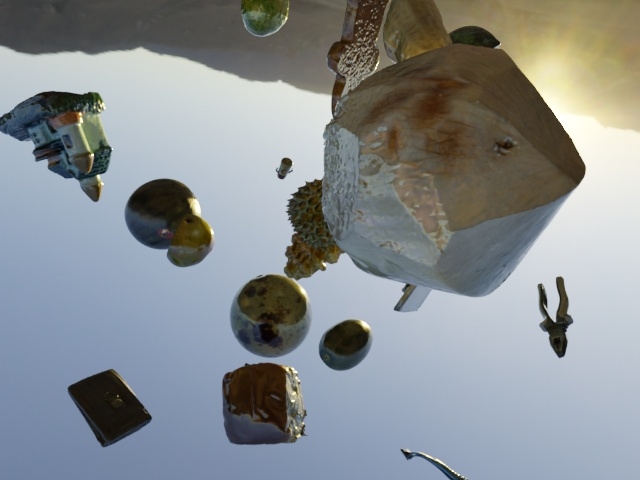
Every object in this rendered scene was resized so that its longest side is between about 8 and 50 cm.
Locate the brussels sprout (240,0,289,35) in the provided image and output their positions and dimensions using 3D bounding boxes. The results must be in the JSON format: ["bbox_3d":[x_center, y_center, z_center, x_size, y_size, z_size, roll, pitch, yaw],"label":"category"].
[{"bbox_3d":[-0.176,-0.701,1.528,0.149,0.122,0.151,11,-164,9],"label":"brussels sprout"}]

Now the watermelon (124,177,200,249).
[{"bbox_3d":[-0.456,-0.075,1.416,0.212,0.212,0.212,10,-158,-4],"label":"watermelon"}]

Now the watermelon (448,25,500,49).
[{"bbox_3d":[0.386,-0.509,1.401,0.136,0.202,0.207,-4,-135,-18],"label":"watermelon"}]

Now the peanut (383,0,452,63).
[{"bbox_3d":[0.228,-0.459,1.145,0.152,0.152,0.313,3,-125,-20],"label":"peanut"}]

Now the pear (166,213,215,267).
[{"bbox_3d":[-0.327,0.006,1.261,0.103,0.141,0.141,18,-159,-10],"label":"pear"}]

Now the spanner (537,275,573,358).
[{"bbox_3d":[0.703,0.224,1.465,0.040,0.095,0.325,48,-144,-17],"label":"spanner"}]

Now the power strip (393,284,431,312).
[{"bbox_3d":[0.223,0.067,1.090,0.064,0.198,0.213,37,-175,22],"label":"power strip"}]

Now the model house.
[{"bbox_3d":[-0.663,-0.232,1.295,0.252,0.291,0.184,-10,-160,26],"label":"model house"}]

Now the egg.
[{"bbox_3d":[-0.204,0.318,2.054,0.344,0.345,0.428,13,158,4],"label":"egg"}]

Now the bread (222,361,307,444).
[{"bbox_3d":[-0.193,0.548,1.641,0.250,0.279,0.225,-9,170,16],"label":"bread"}]

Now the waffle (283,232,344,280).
[{"bbox_3d":[0.001,0.001,1.323,0.056,0.253,0.249,44,-148,-24],"label":"waffle"}]

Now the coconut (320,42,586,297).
[{"bbox_3d":[0.200,-0.109,0.785,0.415,0.416,0.344,28,-148,35],"label":"coconut"}]

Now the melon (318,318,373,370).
[{"bbox_3d":[0.061,0.256,1.205,0.114,0.114,0.167,26,-148,33],"label":"melon"}]

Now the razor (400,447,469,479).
[{"bbox_3d":[0.365,0.694,1.484,0.253,0.082,0.042,18,-118,34],"label":"razor"}]

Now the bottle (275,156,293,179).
[{"bbox_3d":[-0.139,-0.271,1.884,0.063,0.101,0.047,25,-126,-6],"label":"bottle"}]

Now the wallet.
[{"bbox_3d":[-0.663,0.512,1.538,0.245,0.052,0.168,40,-144,24],"label":"wallet"}]

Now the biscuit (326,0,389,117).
[{"bbox_3d":[0.091,-0.541,1.379,0.064,0.433,0.283,24,-152,22],"label":"biscuit"}]

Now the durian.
[{"bbox_3d":[0.039,-0.085,1.199,0.172,0.306,0.166,54,-156,6],"label":"durian"}]
